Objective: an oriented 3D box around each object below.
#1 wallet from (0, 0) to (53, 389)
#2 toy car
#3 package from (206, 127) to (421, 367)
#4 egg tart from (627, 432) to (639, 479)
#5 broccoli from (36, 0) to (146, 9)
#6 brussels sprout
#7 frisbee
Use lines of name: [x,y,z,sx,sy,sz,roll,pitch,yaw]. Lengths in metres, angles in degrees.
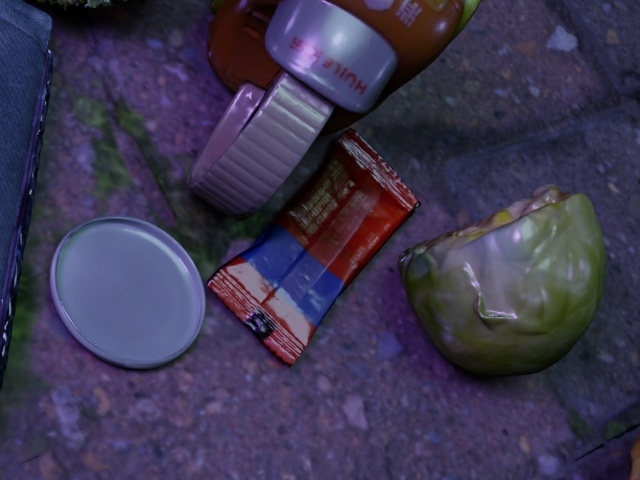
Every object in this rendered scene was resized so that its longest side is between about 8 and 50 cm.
wallet: [-0.284,-0.041,0.854,0.237,0.075,0.342,22,51,-29]
toy car: [-0.012,-0.115,0.993,0.145,0.235,0.235,32,50,-13]
package: [0.000,0.000,1.046,0.083,0.022,0.200,43,50,-3]
egg tart: [0.328,0.268,1.005,0.341,0.129,0.341,22,34,-16]
broccoli: [-0.157,-0.242,1.003,0.156,0.195,0.195,43,37,-52]
brussels sprout: [0.143,0.036,1.045,0.151,0.149,0.122,-24,94,-2]
frisbee: [-0.126,0.033,0.949,0.110,0.014,0.110,17,54,-25]
